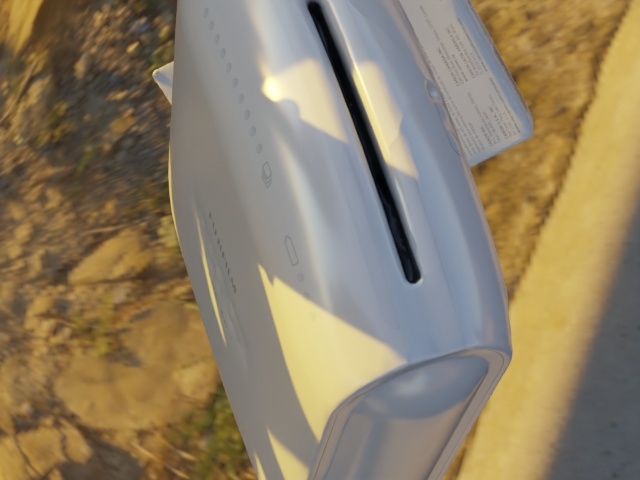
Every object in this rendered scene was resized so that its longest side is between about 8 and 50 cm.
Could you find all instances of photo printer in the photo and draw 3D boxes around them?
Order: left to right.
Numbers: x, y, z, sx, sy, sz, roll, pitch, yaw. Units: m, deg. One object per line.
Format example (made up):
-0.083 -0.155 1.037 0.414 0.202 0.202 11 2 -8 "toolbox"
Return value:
0.000 0.000 0.912 0.107 0.307 0.256 -15 70 -12 "photo printer"

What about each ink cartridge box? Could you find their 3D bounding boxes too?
0.018 -0.110 1.319 0.224 0.056 0.181 -25 113 15 "ink cartridge box"
